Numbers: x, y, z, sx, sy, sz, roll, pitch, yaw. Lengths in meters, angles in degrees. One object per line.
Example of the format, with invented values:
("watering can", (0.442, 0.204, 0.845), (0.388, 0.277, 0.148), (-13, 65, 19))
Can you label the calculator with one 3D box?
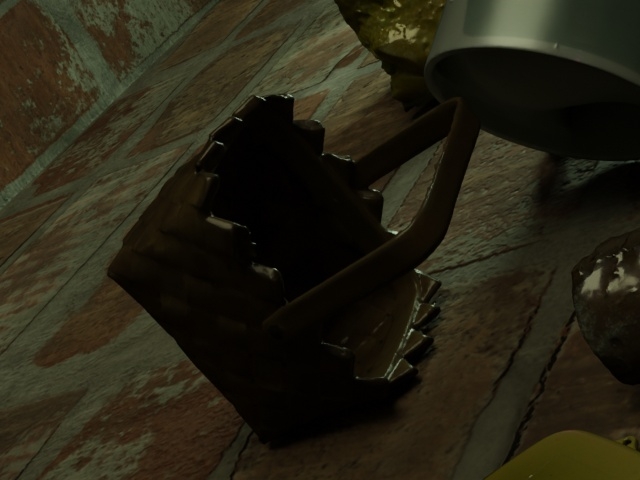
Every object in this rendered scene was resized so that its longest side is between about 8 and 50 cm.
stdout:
("calculator", (0.137, 0.209, 0.898), (0.236, 0.033, 0.157), (-38, 20, -18))

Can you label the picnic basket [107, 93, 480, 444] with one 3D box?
("picnic basket", (0.000, 0.000, 1.207), (0.321, 0.291, 0.254), (-31, 18, 33))

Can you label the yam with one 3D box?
("yam", (0.331, 0.013, 0.935), (0.280, 0.131, 0.131), (-23, 22, 30))

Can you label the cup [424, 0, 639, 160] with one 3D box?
("cup", (0.275, -0.241, 1.350), (0.356, 0.259, 0.274), (63, -136, -73))

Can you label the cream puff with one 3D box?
("cream puff", (0.160, -0.365, 1.857), (0.274, 0.270, 0.323), (-26, 22, 3))
